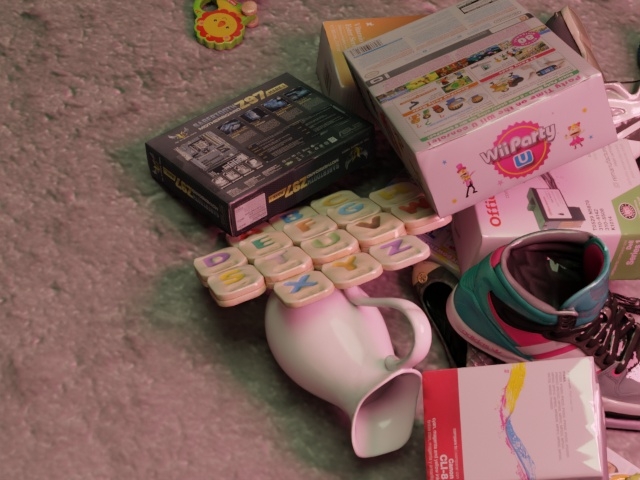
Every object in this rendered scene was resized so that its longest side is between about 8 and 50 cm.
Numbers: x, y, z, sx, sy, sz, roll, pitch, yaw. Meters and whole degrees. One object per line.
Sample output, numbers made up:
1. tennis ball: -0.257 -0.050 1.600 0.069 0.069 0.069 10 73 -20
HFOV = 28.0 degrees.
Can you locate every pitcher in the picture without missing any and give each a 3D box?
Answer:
1. pitcher: 0.034 0.103 1.392 0.125 0.177 0.207 1 34 -39

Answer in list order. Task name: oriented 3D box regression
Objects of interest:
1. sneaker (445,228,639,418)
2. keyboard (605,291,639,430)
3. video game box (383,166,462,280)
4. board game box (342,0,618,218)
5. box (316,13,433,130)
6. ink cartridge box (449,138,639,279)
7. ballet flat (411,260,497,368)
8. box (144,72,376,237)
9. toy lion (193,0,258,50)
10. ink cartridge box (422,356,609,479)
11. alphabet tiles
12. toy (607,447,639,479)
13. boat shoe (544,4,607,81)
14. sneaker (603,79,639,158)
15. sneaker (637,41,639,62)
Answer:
1. sneaker: 0.298 0.081 1.405 0.296 0.178 0.123 22 57 2
2. keyboard: 0.411 0.137 1.512 0.317 0.033 0.201 5 50 -4
3. video game box: 0.181 -0.026 1.607 0.205 0.048 0.187 32 51 18
4. board game box: 0.179 -0.174 1.518 0.224 0.097 0.303 -23 32 -1
5. box: 0.092 -0.226 1.733 0.170 0.091 0.130 -7 52 -12
6. ink cartridge box: 0.271 -0.037 1.538 0.219 0.092 0.160 -1 50 -10
7. ballet flat: 0.152 0.090 1.498 0.049 0.057 0.173 11 41 -47
8. box: -0.074 -0.113 1.617 0.233 0.059 0.183 -30 46 -28
9. toy lion: -0.143 -0.313 1.819 0.100 0.034 0.096 39 64 23
10. ink cartridge box: 0.204 0.203 1.322 0.176 0.128 0.127 -7 64 14
11. alphabet tiles: 0.000 0.000 1.472 0.284 0.021 0.278 -21 21 -11
12. toy: 0.317 0.282 1.364 0.237 0.056 0.137 32 56 18
13. boat shoe: 0.356 -0.237 1.807 0.065 0.075 0.206 -29 53 26
14. sneaker: 0.317 -0.130 1.654 0.331 0.122 0.146 -3 92 0
15. sneaker: 0.507 -0.220 1.780 0.092 0.087 0.228 5 52 -6
